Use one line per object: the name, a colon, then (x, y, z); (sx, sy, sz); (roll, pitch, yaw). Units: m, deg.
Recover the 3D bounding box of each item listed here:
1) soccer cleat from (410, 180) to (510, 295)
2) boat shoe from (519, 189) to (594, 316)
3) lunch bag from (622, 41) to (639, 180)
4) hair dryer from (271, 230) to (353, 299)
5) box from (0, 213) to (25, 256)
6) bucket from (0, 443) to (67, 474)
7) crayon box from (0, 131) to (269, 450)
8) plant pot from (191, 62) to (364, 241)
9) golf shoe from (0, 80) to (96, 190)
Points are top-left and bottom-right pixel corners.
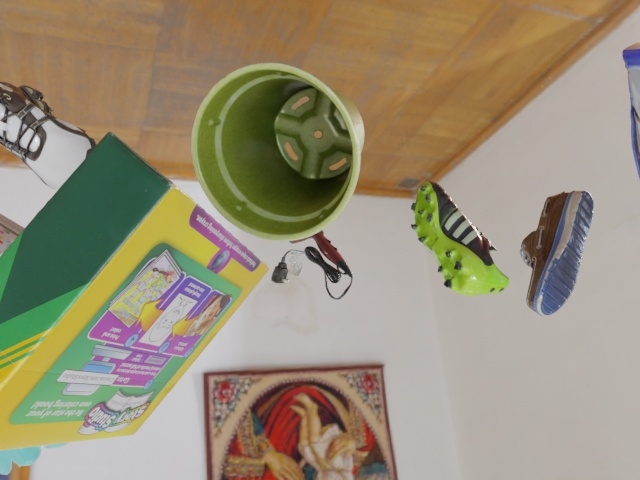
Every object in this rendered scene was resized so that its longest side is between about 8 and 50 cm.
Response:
soccer cleat: (0.156, -0.002, 0.688); (0.073, 0.178, 0.060); (9, 129, -21)
boat shoe: (0.309, 0.017, 0.801); (0.066, 0.183, 0.066); (4, 150, 51)
lunch bag: (0.439, -0.028, 0.426); (0.386, 0.327, 0.239); (1, -154, 47)
hair dryer: (0.000, 0.000, 1.609); (0.224, 0.293, 0.080); (11, 177, 13)
box: (-0.582, -0.023, 0.979); (0.145, 0.038, 0.186); (33, -173, -10)
bucket: (-0.473, 0.240, 1.027); (0.281, 0.183, 0.281); (-30, -173, 4)
crayon box: (-0.236, 0.087, 0.710); (0.313, 0.106, 0.363); (-50, 163, -6)
plant pot: (-0.039, -0.166, 1.027); (0.276, 0.275, 0.254); (-13, -167, 21)
golf shoe: (-0.321, -0.113, 0.650); (0.077, 0.198, 0.094); (-59, 152, 9)
